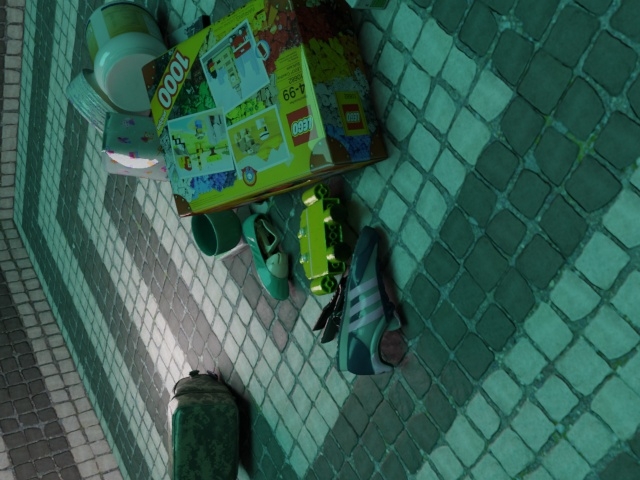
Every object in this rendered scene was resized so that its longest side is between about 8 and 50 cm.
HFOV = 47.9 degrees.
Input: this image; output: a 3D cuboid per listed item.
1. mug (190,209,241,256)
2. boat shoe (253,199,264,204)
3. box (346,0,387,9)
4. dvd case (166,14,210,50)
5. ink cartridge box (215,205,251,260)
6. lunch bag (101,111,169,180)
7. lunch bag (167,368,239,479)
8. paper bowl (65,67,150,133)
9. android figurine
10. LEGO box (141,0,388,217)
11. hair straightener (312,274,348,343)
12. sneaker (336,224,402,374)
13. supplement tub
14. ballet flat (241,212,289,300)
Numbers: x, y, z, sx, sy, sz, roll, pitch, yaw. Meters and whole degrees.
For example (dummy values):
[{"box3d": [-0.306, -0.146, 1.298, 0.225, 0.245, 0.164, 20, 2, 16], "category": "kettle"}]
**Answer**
[{"box3d": [-0.275, -0.044, 1.927, 0.129, 0.097, 0.158, -3, 104, 53], "category": "mug"}, {"box3d": [-0.215, -0.167, 1.860, 0.065, 0.206, 0.075, -43, 23, 26], "category": "boat shoe"}, {"box3d": [0.089, -0.521, 1.404, 0.102, 0.087, 0.101, 58, 140, 28], "category": "box"}, {"box3d": [-0.380, -0.539, 2.109, 0.239, 0.029, 0.179, 0, 99, 55], "category": "dvd case"}, {"box3d": [-0.264, -0.073, 2.045, 0.181, 0.056, 0.224, -29, 76, 53], "category": "ink cartridge box"}, {"box3d": [-0.553, -0.270, 2.210, 0.262, 0.223, 0.160, 126, 146, -67], "category": "lunch bag"}, {"box3d": [-0.370, 0.580, 2.220, 0.256, 0.212, 0.305, -151, 61, -68], "category": "lunch bag"}, {"box3d": [-0.670, -0.449, 2.347, 0.148, 0.284, 0.284, -44, 56, 11], "category": "paper bowl"}, {"box3d": [0.000, 0.000, 1.632, 0.273, 0.056, 0.248, 162, 104, -70], "category": "android figurine"}, {"box3d": [-0.139, -0.287, 1.588, 0.500, 0.193, 0.372, -14, 90, 42], "category": "LEGO box"}, {"box3d": [0.053, 0.167, 1.675, 0.089, 0.047, 0.230, 55, 134, 30], "category": "hair straightener"}, {"box3d": [0.117, 0.131, 1.539, 0.131, 0.112, 0.319, 8, 94, 11], "category": "sneaker"}, {"box3d": [-0.572, -0.552, 2.163, 0.316, 0.228, 0.228, 63, 143, 41], "category": "supplement tub"}, {"box3d": [-0.131, 0.033, 1.861, 0.087, 0.083, 0.247, -42, 64, 41], "category": "ballet flat"}]
